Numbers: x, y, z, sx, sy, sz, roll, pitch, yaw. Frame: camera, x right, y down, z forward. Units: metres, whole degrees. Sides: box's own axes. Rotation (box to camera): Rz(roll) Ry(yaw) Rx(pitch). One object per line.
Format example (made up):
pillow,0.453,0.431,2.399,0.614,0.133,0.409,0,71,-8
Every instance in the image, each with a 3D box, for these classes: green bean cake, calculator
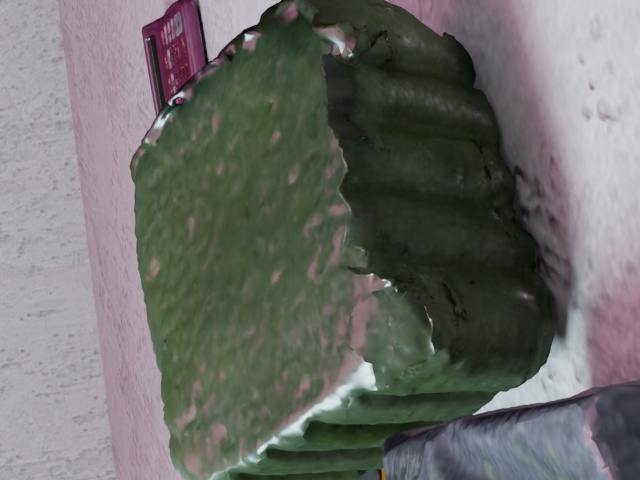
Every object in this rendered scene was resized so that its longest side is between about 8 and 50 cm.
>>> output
green bean cake,0.000,0.000,0.788,0.222,0.125,0.227,-40,60,44
calculator,-0.147,-0.177,1.580,0.190,0.034,0.126,173,89,-71

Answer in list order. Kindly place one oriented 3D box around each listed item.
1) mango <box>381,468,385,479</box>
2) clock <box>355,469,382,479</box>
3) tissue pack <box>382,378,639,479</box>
mango,0.061,0.140,0.919,0.060,0.046,0.089,148,125,-73
clock,0.012,0.271,1.168,0.280,0.055,0.280,171,90,-76
tissue pack,0.132,0.245,0.532,0.288,0.124,0.394,133,126,-75
